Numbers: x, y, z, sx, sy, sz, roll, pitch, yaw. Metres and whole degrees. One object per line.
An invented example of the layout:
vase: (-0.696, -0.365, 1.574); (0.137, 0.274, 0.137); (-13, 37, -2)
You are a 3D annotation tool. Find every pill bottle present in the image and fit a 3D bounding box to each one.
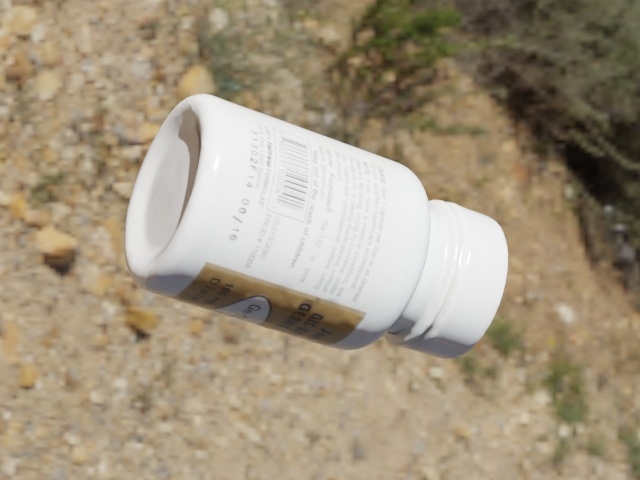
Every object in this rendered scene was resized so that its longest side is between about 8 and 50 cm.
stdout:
pill bottle: (0.000, 0.000, 1.164); (0.229, 0.131, 0.131); (18, 75, -24)
